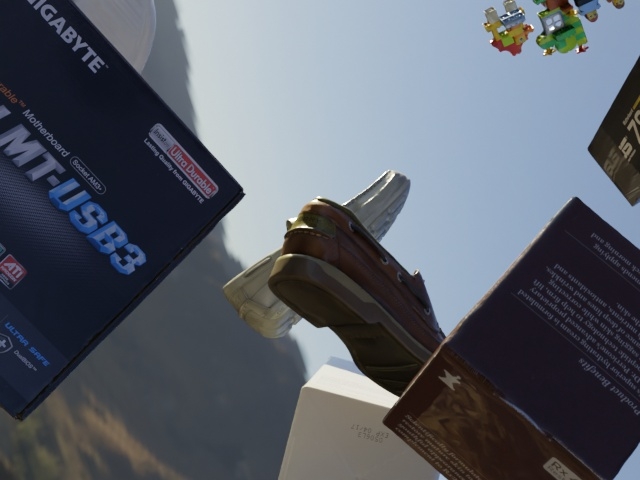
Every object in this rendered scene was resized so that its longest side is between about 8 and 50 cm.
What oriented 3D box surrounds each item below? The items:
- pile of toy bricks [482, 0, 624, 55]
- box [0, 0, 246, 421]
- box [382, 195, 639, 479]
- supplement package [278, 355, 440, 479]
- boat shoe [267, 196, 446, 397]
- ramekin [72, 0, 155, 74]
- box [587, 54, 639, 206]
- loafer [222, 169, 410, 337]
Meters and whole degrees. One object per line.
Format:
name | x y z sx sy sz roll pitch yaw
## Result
pile of toy bricks | 0.355 -0.316 2.191 0.118 0.212 0.105 -112 177 -63
box | -0.266 -0.046 1.328 0.295 0.293 0.073 49 -12 -18
box | 0.193 0.110 1.260 0.168 0.203 0.167 41 -31 7
supplement package | 0.058 0.259 1.821 0.293 0.177 0.175 -18 122 -82
boat shoe | 0.073 0.070 1.529 0.307 0.110 0.104 46 55 -42
ramekin | -0.326 -0.246 1.643 0.127 0.272 0.273 61 5 -59
box | 0.486 -0.219 1.526 0.097 0.395 0.318 55 -19 19
loafer | 0.000 0.000 2.111 0.111 0.319 0.112 41 -25 16
